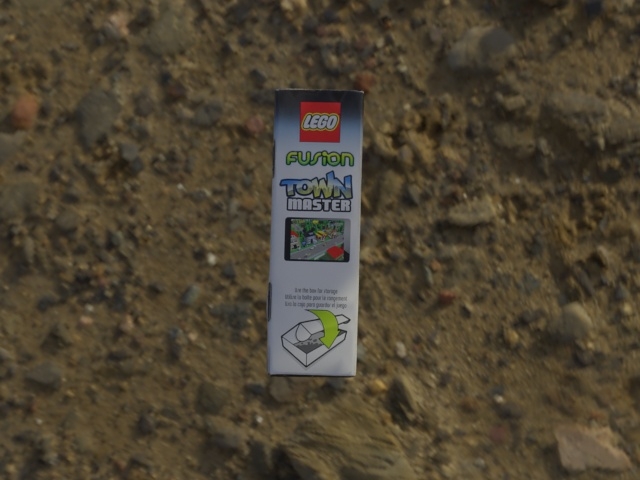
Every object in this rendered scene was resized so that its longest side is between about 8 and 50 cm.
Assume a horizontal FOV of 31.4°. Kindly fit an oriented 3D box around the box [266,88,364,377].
[{"bbox_3d":[0.000,0.000,0.541,0.036,0.207,0.114,2,89,1],"label":"box"}]
